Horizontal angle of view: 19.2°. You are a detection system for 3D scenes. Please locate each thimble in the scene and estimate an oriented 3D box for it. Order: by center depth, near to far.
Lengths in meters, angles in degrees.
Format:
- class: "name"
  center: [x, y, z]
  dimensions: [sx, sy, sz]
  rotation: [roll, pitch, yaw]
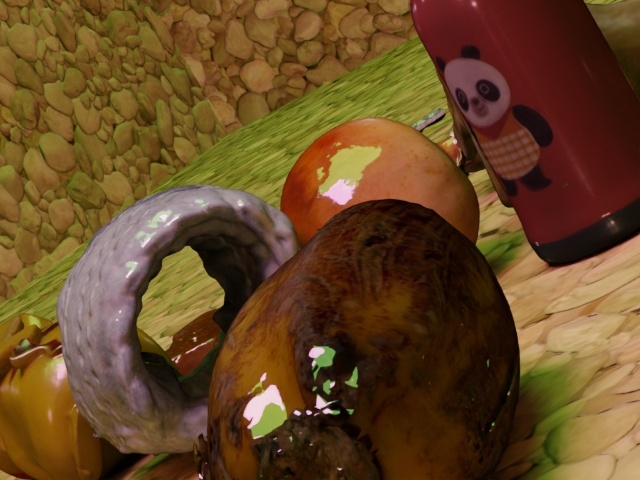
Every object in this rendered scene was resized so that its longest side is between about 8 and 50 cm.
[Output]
- class: "thimble"
  center: [-0.118, 0.073, 1.660]
  dimensions: [0.250, 0.205, 0.172]
  rotation: [-65, 23, -9]

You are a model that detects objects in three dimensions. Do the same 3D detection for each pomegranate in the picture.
- class: "pomegranate"
  center: [0.057, -0.018, 1.722]
  dimensions: [0.191, 0.191, 0.191]
  rotation: [-30, 9, 5]

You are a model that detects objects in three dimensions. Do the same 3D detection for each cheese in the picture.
- class: "cheese"
  center: [0.112, -0.141, 2.694]
  dimensions: [0.162, 0.036, 0.086]
  rotation: [-34, 10, -16]

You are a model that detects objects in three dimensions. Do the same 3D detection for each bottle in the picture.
- class: "bottle"
  center: [0.167, -0.155, 1.588]
  dimensions: [0.144, 0.336, 0.144]
  rotation: [-30, 7, 4]

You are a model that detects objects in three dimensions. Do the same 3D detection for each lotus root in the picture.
- class: "lotus root"
  center: [0.026, 0.084, 1.218]
  dimensions: [0.195, 0.179, 0.397]
  rotation: [-26, 11, 17]

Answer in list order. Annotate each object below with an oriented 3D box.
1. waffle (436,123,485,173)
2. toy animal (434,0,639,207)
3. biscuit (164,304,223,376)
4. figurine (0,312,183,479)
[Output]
- class: "waffle"
  center: [0.274, -0.178, 2.035]
  dimensions: [0.297, 0.073, 0.317]
  rotation: [-24, -12, -43]
- class: "toy animal"
  center: [0.291, -0.149, 1.782]
  dimensions: [0.362, 0.180, 0.181]
  rotation: [-8, 15, -2]
- class: "biscuit"
  center: [-0.042, 0.077, 1.947]
  dimensions: [0.301, 0.043, 0.278]
  rotation: [-19, 12, 48]
- class: "figurine"
  center: [-0.276, 0.157, 1.859]
  dimensions: [0.218, 0.169, 0.326]
  rotation: [-30, 8, -32]
